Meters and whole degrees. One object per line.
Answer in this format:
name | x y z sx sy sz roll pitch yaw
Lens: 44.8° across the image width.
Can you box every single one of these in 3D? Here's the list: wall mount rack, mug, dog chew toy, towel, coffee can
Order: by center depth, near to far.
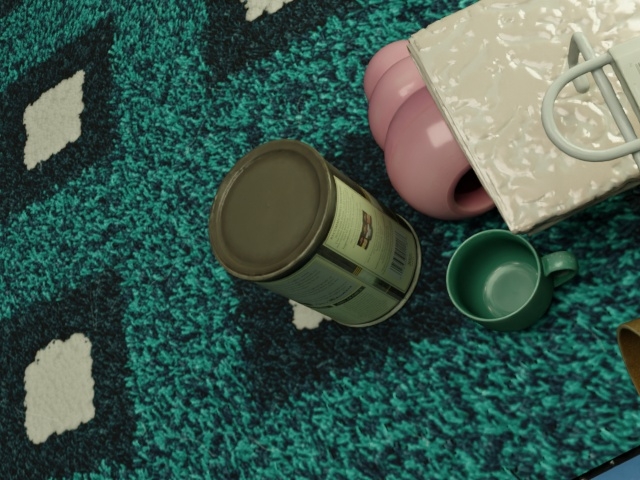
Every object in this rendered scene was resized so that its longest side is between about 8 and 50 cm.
wall mount rack | 0.421 -0.118 0.815 0.350 0.130 0.304 -21 73 8
towel | 0.316 -0.201 0.959 0.332 0.053 0.317 -25 68 6
mug | 0.260 0.063 1.051 0.157 0.097 0.129 20 83 37
coffee can | 0.000 0.000 1.140 0.201 0.275 0.201 -13 64 29
dog chew toy | 0.166 -0.184 1.162 0.206 0.206 0.332 -40 46 15

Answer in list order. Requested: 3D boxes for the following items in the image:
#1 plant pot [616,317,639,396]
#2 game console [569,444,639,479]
plant pot | 0.487 0.136 0.810 0.254 0.237 0.237 -28 57 4
game console | 0.334 0.288 0.825 0.144 0.124 0.085 -36 80 19
